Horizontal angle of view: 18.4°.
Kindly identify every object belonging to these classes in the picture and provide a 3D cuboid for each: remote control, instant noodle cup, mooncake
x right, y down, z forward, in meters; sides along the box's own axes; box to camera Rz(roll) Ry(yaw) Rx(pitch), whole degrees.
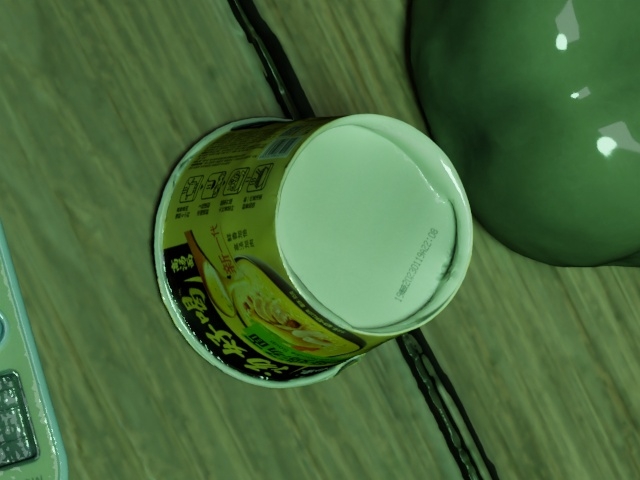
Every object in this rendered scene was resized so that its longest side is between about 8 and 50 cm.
[{"bbox_3d":[-0.192,0.040,0.983,0.087,0.047,0.244,-14,86,-30],"label":"remote control"},{"bbox_3d":[0.000,0.000,1.037,0.151,0.122,0.151,3,82,-24],"label":"instant noodle cup"},{"bbox_3d":[0.187,-0.112,1.140,0.275,0.135,0.275,6,77,-28],"label":"mooncake"}]
